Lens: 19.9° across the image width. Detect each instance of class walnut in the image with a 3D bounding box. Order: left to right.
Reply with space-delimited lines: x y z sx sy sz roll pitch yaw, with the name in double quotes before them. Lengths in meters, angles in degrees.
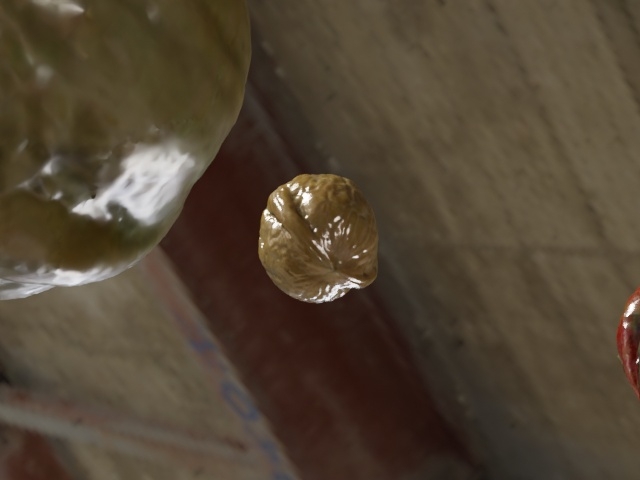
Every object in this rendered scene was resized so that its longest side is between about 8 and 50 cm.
"walnut" -0.169 -0.095 0.793 0.283 0.283 0.227 46 -64 4
"walnut" 0.000 0.000 1.444 0.124 0.105 0.105 -107 172 -62

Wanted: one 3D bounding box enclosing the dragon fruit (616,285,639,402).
"dragon fruit" 0.279 0.066 0.959 0.268 0.295 0.130 43 -6 45
